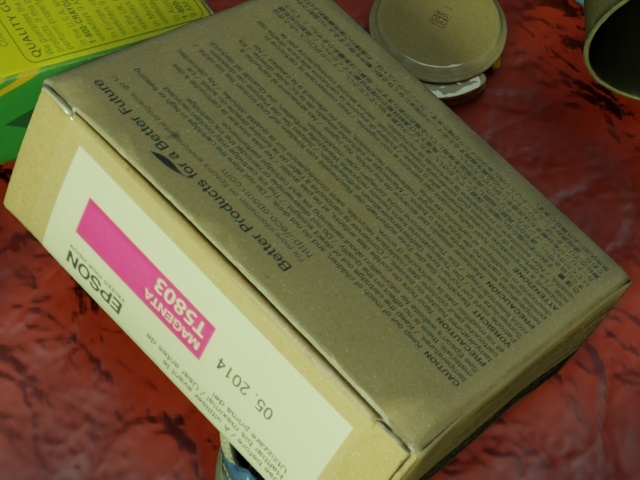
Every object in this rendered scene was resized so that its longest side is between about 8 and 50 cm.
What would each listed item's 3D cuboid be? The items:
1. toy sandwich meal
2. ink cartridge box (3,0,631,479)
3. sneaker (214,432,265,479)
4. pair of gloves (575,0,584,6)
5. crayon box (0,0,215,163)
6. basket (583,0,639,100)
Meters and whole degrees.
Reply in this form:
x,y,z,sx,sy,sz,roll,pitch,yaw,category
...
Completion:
x,y,z,sx,sy,sz,roll,pitch,yaw,category
0.066,-0.113,0.867,0.085,0.029,0.086,1,61,-2,toy sandwich meal
0.000,0.000,0.737,0.235,0.088,0.193,45,44,15,ink cartridge box
-0.026,0.069,0.756,0.052,0.058,0.135,-1,65,-6,sneaker
0.229,-0.182,0.918,0.198,0.023,0.159,-37,75,-19,pair of gloves
-0.238,-0.120,0.757,0.318,0.081,0.202,-20,67,-36,crayon box
0.221,-0.209,0.839,0.204,0.154,0.227,-6,64,-4,basket
